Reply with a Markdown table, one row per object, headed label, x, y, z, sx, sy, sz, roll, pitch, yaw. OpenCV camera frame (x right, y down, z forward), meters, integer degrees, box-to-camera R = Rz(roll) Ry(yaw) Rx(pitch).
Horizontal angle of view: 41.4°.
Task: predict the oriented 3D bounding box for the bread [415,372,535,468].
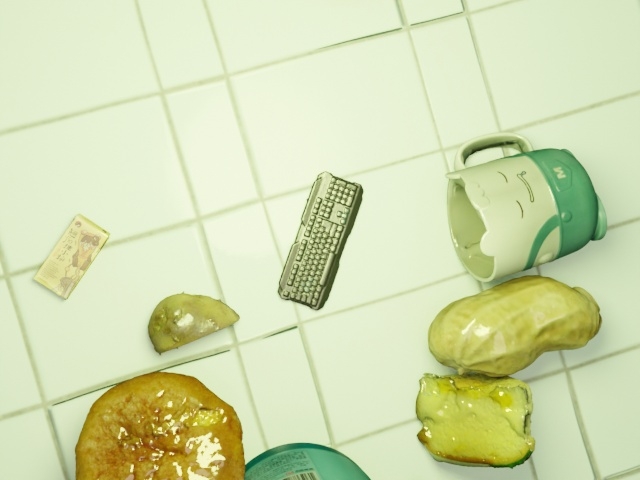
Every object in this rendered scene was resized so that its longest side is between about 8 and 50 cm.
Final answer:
| label | x | y | z | sx | sy | sz | roll | pitch | yaw |
| --- | --- | --- | --- | --- | --- | --- | --- | --- | --- |
| bread | 0.315 | 0.339 | 1.640 | 0.133 | 0.251 | 0.174 | -4 | 89 | -52 |

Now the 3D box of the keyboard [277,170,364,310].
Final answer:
| label | x | y | z | sx | sy | sz | roll | pitch | yaw |
| --- | --- | --- | --- | --- | --- | --- | --- | --- | --- |
| keyboard | 0.000 | 0.000 | 1.647 | 0.106 | 0.016 | 0.262 | 20 | 87 | -8 |

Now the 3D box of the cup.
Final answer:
| label | x | y | z | sx | sy | sz | roll | pitch | yaw |
| --- | --- | --- | --- | --- | --- | --- | --- | --- | --- |
| cup | 0.368 | -0.081 | 1.618 | 0.257 | 0.219 | 0.290 | -16 | 60 | -9 |

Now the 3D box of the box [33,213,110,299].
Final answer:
| label | x | y | z | sx | sy | sz | roll | pitch | yaw |
| --- | --- | --- | --- | --- | --- | --- | --- | --- | --- |
| box | -0.462 | 0.030 | 1.577 | 0.073 | 0.020 | 0.149 | 33 | 85 | -7 |

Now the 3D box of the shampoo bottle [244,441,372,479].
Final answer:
| label | x | y | z | sx | sy | sz | roll | pitch | yaw |
| --- | --- | --- | --- | --- | --- | --- | --- | --- | --- |
| shampoo bottle | -0.018 | 0.554 | 1.480 | 0.331 | 0.342 | 0.331 | 0 | 89 | -8 |

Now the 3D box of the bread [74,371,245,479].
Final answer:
| label | x | y | z | sx | sy | sz | roll | pitch | yaw |
| --- | --- | --- | --- | --- | --- | --- | --- | --- | --- |
| bread | -0.275 | 0.387 | 1.489 | 0.312 | 0.172 | 0.312 | -1 | 64 | 1 |

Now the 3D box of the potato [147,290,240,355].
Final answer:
| label | x | y | z | sx | sy | sz | roll | pitch | yaw |
| --- | --- | --- | --- | --- | --- | --- | --- | --- | --- |
| potato | -0.242 | 0.143 | 1.574 | 0.172 | 0.089 | 0.101 | -20 | 90 | -7 |

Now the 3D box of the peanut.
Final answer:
| label | x | y | z | sx | sy | sz | roll | pitch | yaw |
| --- | --- | --- | --- | --- | --- | --- | --- | --- | --- |
| peanut | 0.369 | 0.157 | 1.627 | 0.340 | 0.174 | 0.158 | -23 | 123 | -11 |
